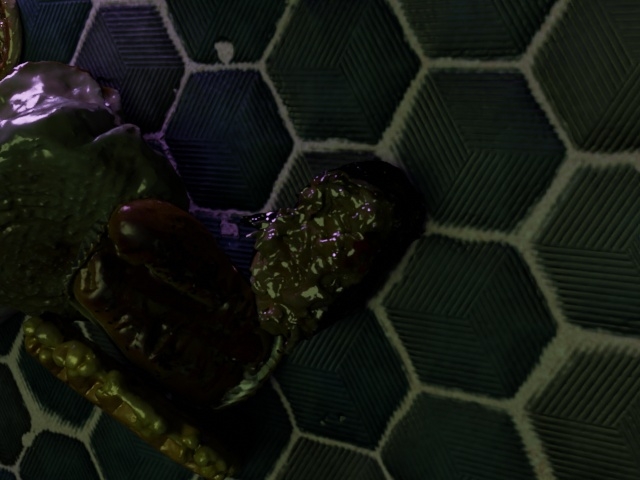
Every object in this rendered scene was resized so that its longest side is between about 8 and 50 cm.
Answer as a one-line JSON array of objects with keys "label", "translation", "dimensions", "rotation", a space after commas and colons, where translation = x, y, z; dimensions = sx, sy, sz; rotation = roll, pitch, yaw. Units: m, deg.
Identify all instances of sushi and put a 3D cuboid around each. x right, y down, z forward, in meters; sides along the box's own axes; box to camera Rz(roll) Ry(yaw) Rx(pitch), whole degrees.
[{"label": "sushi", "translation": [0.000, 0.000, 0.954], "dimensions": [0.212, 0.115, 0.147], "rotation": [-46, 73, 31]}]

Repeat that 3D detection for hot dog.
[{"label": "hot dog", "translation": [-0.153, 0.073, 1.008], "dimensions": [0.162, 0.082, 0.270], "rotation": [-43, 115, -4]}]

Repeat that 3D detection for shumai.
[{"label": "shumai", "translation": [-0.295, -0.080, 1.126], "dimensions": [0.309, 0.304, 0.263], "rotation": [-37, 43, 28]}]

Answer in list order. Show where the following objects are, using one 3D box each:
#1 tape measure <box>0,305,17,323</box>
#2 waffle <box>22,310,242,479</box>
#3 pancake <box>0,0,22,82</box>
[{"label": "tape measure", "translation": [-0.456, 0.019, 1.263], "dimensions": [0.236, 0.120, 0.197], "rotation": [-28, 81, 29]}, {"label": "waffle", "translation": [-0.222, 0.181, 1.073], "dimensions": [0.300, 0.281, 0.058], "rotation": [35, 77, 6]}, {"label": "pancake", "translation": [-0.462, -0.282, 1.270], "dimensions": [0.158, 0.028, 0.158], "rotation": [7, 103, 31]}]
